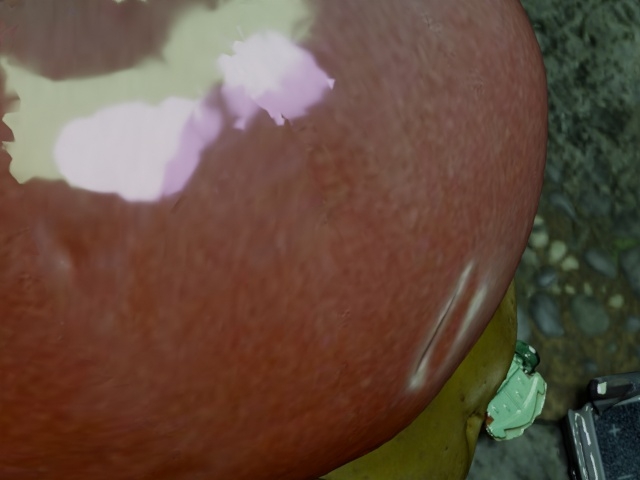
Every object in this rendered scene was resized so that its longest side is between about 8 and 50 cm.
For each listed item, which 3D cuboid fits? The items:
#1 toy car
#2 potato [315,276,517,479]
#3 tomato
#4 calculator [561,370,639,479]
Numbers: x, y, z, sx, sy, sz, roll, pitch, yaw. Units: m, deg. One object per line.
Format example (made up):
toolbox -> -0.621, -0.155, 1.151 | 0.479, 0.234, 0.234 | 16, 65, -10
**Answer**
toy car -> 0.076, 0.057, 0.999 | 0.059, 0.035, 0.122 | -45, 103, -25
potato -> 0.000, 0.000, 0.902 | 0.196, 0.176, 0.369 | 1, 66, 17
tomato -> -0.073, -0.053, 0.670 | 0.342, 0.273, 0.341 | 6, 63, -12
calculator -> 0.234, 0.207, 1.050 | 0.166, 0.028, 0.274 | -7, 80, -31
